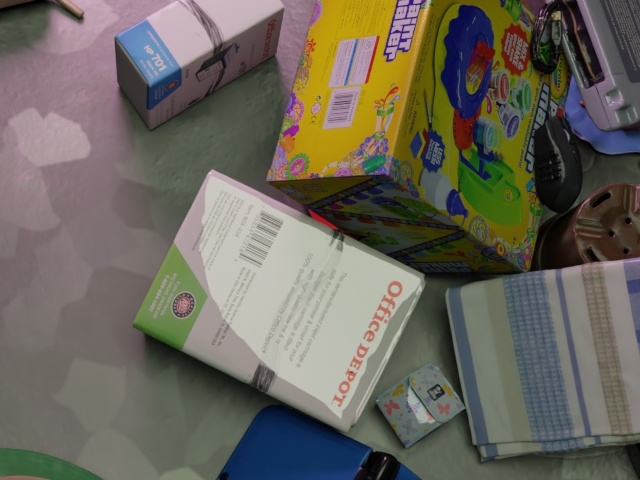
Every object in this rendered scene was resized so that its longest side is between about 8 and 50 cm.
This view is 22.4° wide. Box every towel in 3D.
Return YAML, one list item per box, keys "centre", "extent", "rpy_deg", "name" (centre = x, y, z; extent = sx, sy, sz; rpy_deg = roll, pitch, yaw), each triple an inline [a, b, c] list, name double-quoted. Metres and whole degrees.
- centre: [0.282, 0.132, 1.800]
  extent: [0.285, 0.034, 0.209]
  rpy_deg: [-11, 93, 29]
  name: "towel"

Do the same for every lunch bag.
- centre: [0.114, 0.188, 1.854]
  extent: [0.083, 0.053, 0.071]
  rpy_deg: [-34, 80, 2]
  name: "lunch bag"

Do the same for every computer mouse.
- centre: [0.273, -0.152, 1.834]
  extent: [0.071, 0.041, 0.242]
  rpy_deg: [-7, 94, -49]
  name: "computer mouse"

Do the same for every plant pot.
- centre: [0.336, 0.018, 1.878]
  extent: [0.167, 0.165, 0.167]
  rpy_deg: [2, 74, -6]
  name: "plant pot"

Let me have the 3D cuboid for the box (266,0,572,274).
- centre: [0.122, -0.144, 1.827]
  extent: [0.279, 0.177, 0.290]
  rpy_deg: [32, 66, -44]
  name: "box"

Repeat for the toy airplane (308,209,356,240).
- centre: [0.000, 0.000, 1.918]
  extent: [0.151, 0.028, 0.151]
  rpy_deg: [2, 74, -6]
  name: "toy airplane"

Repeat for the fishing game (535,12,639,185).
- centre: [0.376, -0.197, 2.012]
  extent: [0.189, 0.041, 0.264]
  rpy_deg: [-24, 77, -15]
  name: "fishing game"

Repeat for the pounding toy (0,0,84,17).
- centre: [-0.373, -0.334, 1.955]
  extent: [0.141, 0.100, 0.130]
  rpy_deg: [-15, 61, -13]
  name: "pounding toy"

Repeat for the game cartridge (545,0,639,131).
- centre: [0.344, -0.274, 1.924]
  extent: [0.196, 0.060, 0.294]
  rpy_deg: [-11, 80, -47]
  name: "game cartridge"

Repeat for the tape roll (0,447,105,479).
- centre: [-0.278, 0.353, 1.647]
  extent: [0.321, 0.321, 0.077]
  rpy_deg: [39, 114, 6]
  name: "tape roll"

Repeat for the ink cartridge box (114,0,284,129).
- centre: [-0.144, -0.232, 1.914]
  extent: [0.190, 0.140, 0.082]
  rpy_deg: [-31, 78, -14]
  name: "ink cartridge box"

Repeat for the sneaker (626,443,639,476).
- centre: [0.422, 0.151, 1.852]
  extent: [0.163, 0.086, 0.226]
  rpy_deg: [-18, 114, -9]
  name: "sneaker"

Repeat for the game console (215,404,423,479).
- centre: [-0.008, 0.373, 1.808]
  extent: [0.250, 0.173, 0.293]
  rpy_deg: [41, 72, -26]
  name: "game console"

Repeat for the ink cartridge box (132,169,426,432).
- centre: [-0.044, 0.070, 1.829]
  extent: [0.272, 0.115, 0.198]
  rpy_deg: [27, 86, 2]
  name: "ink cartridge box"
